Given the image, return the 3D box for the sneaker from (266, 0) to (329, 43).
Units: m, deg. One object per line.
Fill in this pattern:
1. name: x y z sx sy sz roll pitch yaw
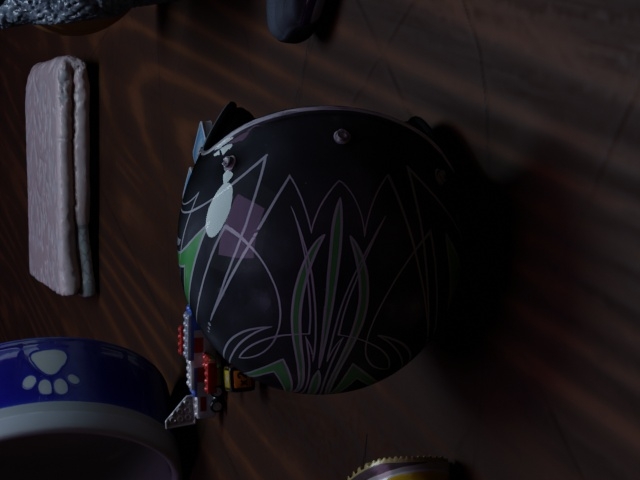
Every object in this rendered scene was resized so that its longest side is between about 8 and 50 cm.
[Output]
1. sneaker: -0.038 -0.244 0.853 0.083 0.098 0.223 -136 48 -61

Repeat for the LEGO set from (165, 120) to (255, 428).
1. LEGO set: -0.108 0.045 1.116 0.182 0.060 0.244 112 149 -53

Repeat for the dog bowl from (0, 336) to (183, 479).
1. dog bowl: -0.272 0.208 1.260 0.265 0.265 0.104 114 151 -48

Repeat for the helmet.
1. helmet: 0.000 0.000 0.687 0.161 0.169 0.169 -101 17 -68

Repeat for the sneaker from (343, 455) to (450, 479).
1. sneaker: 0.027 0.195 0.753 0.185 0.070 0.083 118 150 -53

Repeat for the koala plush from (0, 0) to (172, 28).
1. koala plush: -0.228 -0.300 1.087 0.203 0.196 0.221 -1 106 27

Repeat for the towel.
1. towel: -0.362 -0.092 1.768 0.332 0.053 0.316 -167 75 -69

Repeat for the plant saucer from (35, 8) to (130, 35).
1. plant saucer: -0.228 -0.295 1.241 0.037 0.200 0.199 19 112 39
